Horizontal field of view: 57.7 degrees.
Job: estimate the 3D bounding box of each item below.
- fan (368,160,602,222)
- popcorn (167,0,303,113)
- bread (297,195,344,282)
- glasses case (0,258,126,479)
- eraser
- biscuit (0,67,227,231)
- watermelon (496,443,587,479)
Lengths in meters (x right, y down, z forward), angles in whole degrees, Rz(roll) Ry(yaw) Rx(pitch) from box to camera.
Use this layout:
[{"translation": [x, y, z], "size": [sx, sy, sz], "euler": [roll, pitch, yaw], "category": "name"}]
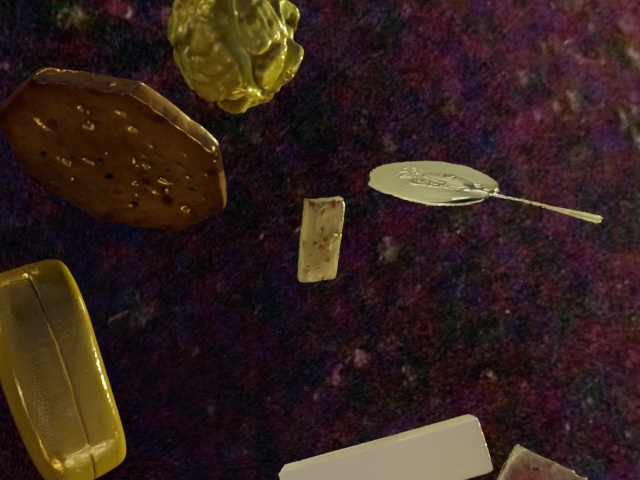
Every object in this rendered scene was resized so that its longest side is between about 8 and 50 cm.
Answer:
[{"translation": [0.280, -0.092, 1.029], "size": [0.414, 0.012, 0.233], "euler": [16, 31, 28], "category": "fan"}, {"translation": [-0.166, -0.408, 1.137], "size": [0.247, 0.282, 0.282], "euler": [20, 56, -50], "category": "popcorn"}, {"translation": [0.000, 0.000, 0.955], "size": [0.068, 0.154, 0.028], "euler": [-7, 30, -25], "category": "bread"}, {"translation": [-0.424, 0.223, 0.922], "size": [0.141, 0.173, 0.372], "euler": [-21, 105, -34], "category": "glasses case"}, {"translation": [0.093, 0.335, 0.853], "size": [0.297, 0.076, 0.078], "euler": [-16, 77, 0], "category": "eraser"}, {"translation": [-0.315, -0.127, 0.904], "size": [0.358, 0.359, 0.046], "euler": [21, 54, -18], "category": "biscuit"}, {"translation": [0.275, 0.347, 0.677], "size": [0.213, 0.261, 0.201], "euler": [-44, 123, -30], "category": "watermelon"}]
